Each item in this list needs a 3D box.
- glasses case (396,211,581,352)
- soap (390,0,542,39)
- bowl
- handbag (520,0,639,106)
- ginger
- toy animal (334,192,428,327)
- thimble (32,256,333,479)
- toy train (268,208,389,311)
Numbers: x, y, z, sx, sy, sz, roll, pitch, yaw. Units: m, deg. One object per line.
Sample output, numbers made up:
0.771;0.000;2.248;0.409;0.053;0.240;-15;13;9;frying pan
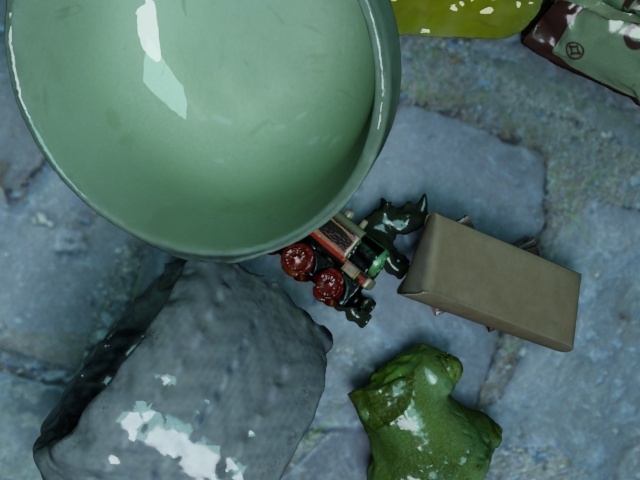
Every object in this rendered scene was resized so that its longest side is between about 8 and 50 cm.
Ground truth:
0.153;0.032;0.998;0.193;0.070;0.102;20;70;-29;glasses case
0.070;-0.385;0.888;0.306;0.115;0.427;0;100;-3;soap
-0.077;-0.154;0.848;0.307;0.163;0.307;9;119;16;bowl
0.334;-0.208;0.965;0.235;0.127;0.213;28;118;-8;handbag
0.117;0.237;1.027;0.137;0.089;0.290;-15;99;-26;ginger
0.055;0.010;0.993;0.065;0.047;0.135;38;97;-6;toy animal
-0.116;0.134;0.898;0.157;0.217;0.245;41;71;-15;thimble
0.000;0.000;0.957;0.138;0.050;0.087;40;92;11;toy train
